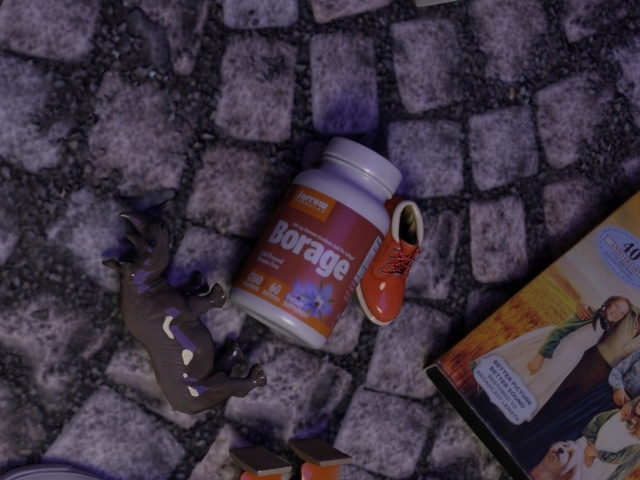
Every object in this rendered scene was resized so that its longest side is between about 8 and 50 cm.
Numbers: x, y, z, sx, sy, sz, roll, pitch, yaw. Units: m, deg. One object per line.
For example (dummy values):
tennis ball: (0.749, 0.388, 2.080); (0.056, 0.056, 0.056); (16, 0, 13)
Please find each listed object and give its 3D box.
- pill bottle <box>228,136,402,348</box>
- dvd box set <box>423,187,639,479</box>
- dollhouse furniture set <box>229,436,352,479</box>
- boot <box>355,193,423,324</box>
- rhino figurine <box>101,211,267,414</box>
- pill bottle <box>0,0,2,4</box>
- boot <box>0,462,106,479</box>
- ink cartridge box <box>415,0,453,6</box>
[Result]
pill bottle: (0.000, 0.000, 1.399); (0.121, 0.121, 0.216); (33, 80, -24)
dvd box set: (0.380, 0.144, 1.557); (0.420, 0.062, 0.307); (-37, 84, -17)
dollhouse furniture set: (0.023, 0.365, 1.433); (0.259, 0.135, 0.262); (-3, 96, -25)
boot: (0.082, 0.024, 1.460); (0.059, 0.084, 0.158); (-2, 97, -26)
rhino figurine: (-0.157, 0.077, 1.360); (0.106, 0.073, 0.243); (-32, 105, -22)
pill bottle: (-0.386, -0.259, 1.148); (0.210, 0.210, 0.363); (24, 84, -25)
boot: (-0.215, 0.303, 1.324); (0.258, 0.123, 0.095); (18, 87, -25)
ink cartridge box: (0.207, -0.419, 1.416); (0.197, 0.198, 0.270); (-17, 102, -22)
